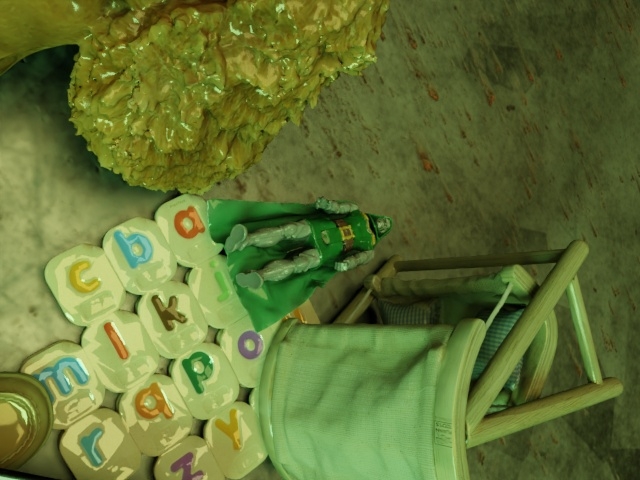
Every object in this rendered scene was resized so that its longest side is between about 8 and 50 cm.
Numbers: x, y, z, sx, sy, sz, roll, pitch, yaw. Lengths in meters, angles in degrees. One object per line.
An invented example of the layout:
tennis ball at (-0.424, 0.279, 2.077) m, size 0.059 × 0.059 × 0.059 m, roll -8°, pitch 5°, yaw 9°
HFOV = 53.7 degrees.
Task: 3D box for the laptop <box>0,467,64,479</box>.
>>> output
laptop at (-0.262, 0.347, 0.338) m, size 0.408 × 0.236 × 0.381 m, roll 24°, pitch 86°, yaw -27°

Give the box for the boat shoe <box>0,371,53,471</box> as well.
boat shoe at (-0.334, 0.175, 0.445) m, size 0.285 × 0.089 × 0.104 m, roll -20°, pitch 93°, yaw -29°

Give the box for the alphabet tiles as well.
alphabet tiles at (-0.130, 0.108, 0.622) m, size 0.284 × 0.021 × 0.277 m, roll -31°, pitch 100°, yaw -30°

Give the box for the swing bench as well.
swing bench at (0.098, 0.122, 0.604) m, size 0.255 × 0.253 × 0.165 m, roll -23°, pitch 99°, yaw -38°

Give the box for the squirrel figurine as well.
squirrel figurine at (-0.162, -0.197, 0.481) m, size 0.370 × 0.281 × 0.397 m, roll -41°, pitch 114°, yaw -10°

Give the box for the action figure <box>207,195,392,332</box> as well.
action figure at (0.000, 0.000, 0.679) m, size 0.232 × 0.063 × 0.137 m, roll -15°, pitch 86°, yaw -47°
